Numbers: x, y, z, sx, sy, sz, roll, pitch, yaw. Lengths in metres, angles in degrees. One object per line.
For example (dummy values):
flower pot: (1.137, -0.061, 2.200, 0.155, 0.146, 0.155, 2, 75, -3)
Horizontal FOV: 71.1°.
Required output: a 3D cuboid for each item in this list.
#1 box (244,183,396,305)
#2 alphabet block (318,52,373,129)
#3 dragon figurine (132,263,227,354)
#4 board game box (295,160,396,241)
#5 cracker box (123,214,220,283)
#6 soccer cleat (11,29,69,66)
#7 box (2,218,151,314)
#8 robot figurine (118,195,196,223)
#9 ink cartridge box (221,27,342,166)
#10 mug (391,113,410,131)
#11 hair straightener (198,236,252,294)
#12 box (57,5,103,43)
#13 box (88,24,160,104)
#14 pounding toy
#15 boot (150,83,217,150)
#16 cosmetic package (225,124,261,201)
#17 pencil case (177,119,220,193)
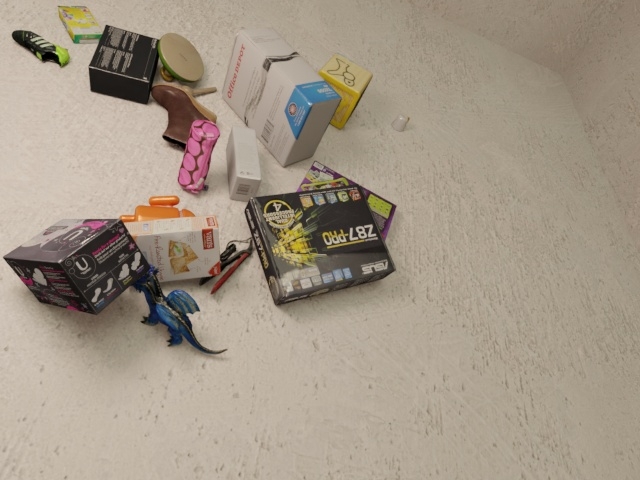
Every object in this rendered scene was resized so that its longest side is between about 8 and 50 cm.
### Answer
box: (0.000, 0.000, 1.367, 0.395, 0.097, 0.318, -10, 71, -29)
alphabet block: (0.075, -0.617, 1.847, 0.192, 0.193, 0.197, 30, 48, 0)
dragon figurine: (-0.346, 0.176, 1.063, 0.289, 0.144, 0.085, 39, 48, 6)
board game box: (0.091, -0.130, 1.579, 0.347, 0.056, 0.208, 29, 44, -3)
cracker box: (-0.373, 0.025, 1.127, 0.232, 0.156, 0.067, -7, 38, -18)
soccer cleat: (-0.922, -0.630, 1.465, 0.179, 0.060, 0.072, 20, 50, -14)
box: (-0.535, 0.046, 0.989, 0.247, 0.142, 0.163, 3, 37, 33)
robot figurine: (-0.421, -0.030, 1.196, 0.219, 0.128, 0.158, 4, 53, -23)
ink cartridge box: (-0.152, -0.511, 1.591, 0.166, 0.285, 0.395, -28, 71, -40)
mug: (0.363, -0.538, 2.011, 0.062, 0.064, 0.078, 29, 47, -2)
hair straightener: (-0.268, 0.050, 1.263, 0.089, 0.047, 0.230, 36, 48, 3)
box: (-0.871, -0.786, 1.620, 0.105, 0.043, 0.179, -20, 68, -35)
box: (-0.667, -0.607, 1.540, 0.184, 0.103, 0.261, 8, 52, -16)
pounding toy: (-0.521, -0.622, 1.642, 0.237, 0.110, 0.183, 62, 36, -12)
boot: (-0.479, -0.409, 1.485, 0.248, 0.090, 0.207, 26, 46, -10)
cosmetic package: (-0.253, -0.251, 1.458, 0.085, 0.117, 0.231, 6, 54, -23)
pencil case: (-0.362, -0.249, 1.340, 0.095, 0.209, 0.098, 6, 37, -27)
